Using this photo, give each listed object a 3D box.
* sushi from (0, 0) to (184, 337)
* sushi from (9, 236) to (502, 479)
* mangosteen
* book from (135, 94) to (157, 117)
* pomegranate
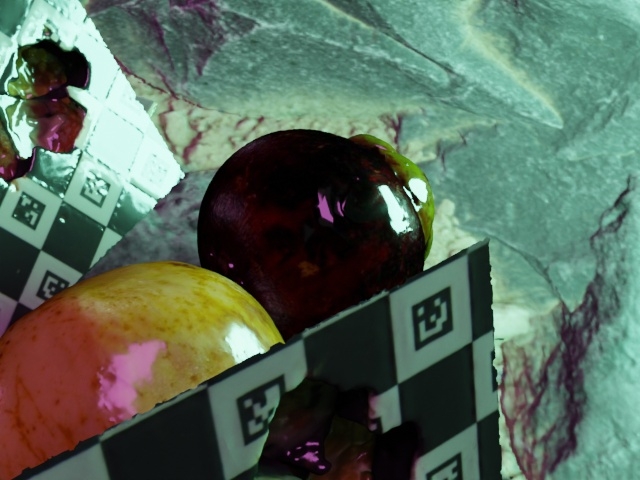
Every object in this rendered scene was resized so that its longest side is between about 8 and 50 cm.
[{"bbox_3d":[-0.278,-0.072,0.950,0.050,0.264,0.290,-5,33,44],"label":"sushi"},{"bbox_3d":[-0.036,0.200,0.684,0.359,0.343,0.064,-25,33,-31],"label":"sushi"},{"bbox_3d":[0.000,0.000,0.919,0.210,0.209,0.209,4,52,-6],"label":"mangosteen"},{"bbox_3d":[-0.265,-0.116,1.079,0.182,0.014,0.127,18,51,5],"label":"book"},{"bbox_3d":[-0.122,0.135,0.776,0.248,0.248,0.248,4,52,-6],"label":"pomegranate"}]
